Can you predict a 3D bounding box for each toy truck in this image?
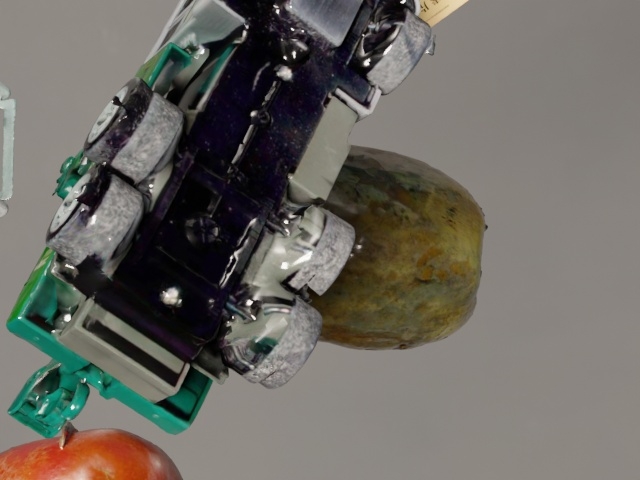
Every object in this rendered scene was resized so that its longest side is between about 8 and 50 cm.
[{"bbox_3d":[-0.075,-0.044,1.212,0.176,0.363,0.178,35,152,-18],"label":"toy truck"}]

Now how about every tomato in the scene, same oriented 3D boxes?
[{"bbox_3d":[-0.174,0.218,1.450,0.187,0.151,0.187,-10,156,-5],"label":"tomato"}]

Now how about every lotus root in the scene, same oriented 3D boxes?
[{"bbox_3d":[0.000,0.000,1.579,0.275,0.160,0.152,4,136,-4],"label":"lotus root"}]

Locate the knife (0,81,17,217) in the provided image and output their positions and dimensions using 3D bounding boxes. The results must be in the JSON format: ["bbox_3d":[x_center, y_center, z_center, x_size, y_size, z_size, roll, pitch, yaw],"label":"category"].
[{"bbox_3d":[-0.256,-0.124,1.065,0.053,0.123,0.278,-23,136,11],"label":"knife"}]

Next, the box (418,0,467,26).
[{"bbox_3d":[0.096,-0.196,1.346,0.093,0.015,0.058,-35,125,8],"label":"box"}]
